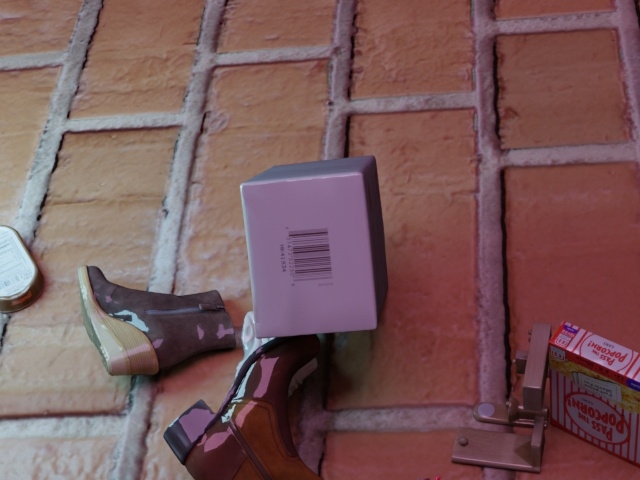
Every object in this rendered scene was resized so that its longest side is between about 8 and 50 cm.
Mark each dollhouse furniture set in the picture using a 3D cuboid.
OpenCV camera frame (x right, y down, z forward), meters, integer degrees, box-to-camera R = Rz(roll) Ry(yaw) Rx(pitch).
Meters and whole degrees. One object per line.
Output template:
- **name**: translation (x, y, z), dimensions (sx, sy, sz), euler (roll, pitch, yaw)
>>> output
- **dollhouse furniture set**: translation (0.249, 0.211, 1.806), dimensions (0.123, 0.151, 0.144), euler (5, 46, 15)

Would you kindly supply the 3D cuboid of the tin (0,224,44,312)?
- **tin**: translation (-0.531, 0.044, 2.189), dimensions (0.106, 0.040, 0.189), euler (-25, 48, -18)

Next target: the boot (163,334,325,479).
- **boot**: translation (-0.030, 0.286, 1.771), dimensions (0.264, 0.096, 0.280), euler (-38, 72, -22)

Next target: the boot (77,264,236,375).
- **boot**: translation (-0.262, 0.111, 2.062), dimensions (0.207, 0.090, 0.248), euler (-14, 44, -19)

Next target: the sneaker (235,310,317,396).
- **sneaker**: translation (-0.063, 0.195, 1.925), dimensions (0.115, 0.090, 0.232), euler (-1, 48, 5)

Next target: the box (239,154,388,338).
- **box**: translation (0.000, 0.000, 1.892), dimensions (0.168, 0.215, 0.345), euler (-5, 6, 6)

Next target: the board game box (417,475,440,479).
- **board game box**: translation (0.180, 0.340, 1.698), dimensions (0.133, 0.169, 0.033), euler (31, 101, 28)

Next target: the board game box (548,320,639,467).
- **board game box**: translation (0.380, 0.208, 1.754), dimensions (0.147, 0.193, 0.045), euler (24, 56, 30)
